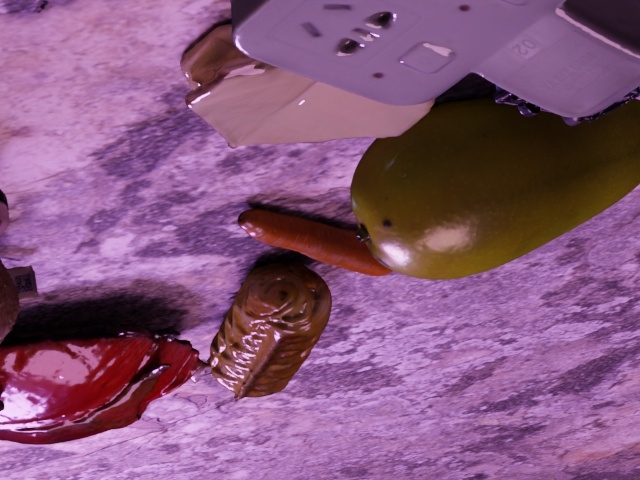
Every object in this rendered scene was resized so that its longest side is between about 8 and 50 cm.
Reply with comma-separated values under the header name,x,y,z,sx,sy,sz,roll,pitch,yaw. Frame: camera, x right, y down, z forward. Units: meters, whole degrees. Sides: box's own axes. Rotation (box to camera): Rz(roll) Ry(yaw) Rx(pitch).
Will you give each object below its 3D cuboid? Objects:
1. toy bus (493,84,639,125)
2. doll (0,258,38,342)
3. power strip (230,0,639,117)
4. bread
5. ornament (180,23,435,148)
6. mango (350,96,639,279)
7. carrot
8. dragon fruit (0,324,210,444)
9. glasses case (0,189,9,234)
name,x,y,z,sx,sy,sz,roll,pitch,yaw
toy bus,0.188,-0.139,1.537,0.123,0.075,0.060,7,154,-44
doll,-0.329,0.050,1.733,0.105,0.115,0.221,-26,166,10
power strip,0.100,-0.191,1.294,0.261,0.141,0.229,17,148,-30
bread,-0.054,0.095,2.067,0.087,0.098,0.269,-50,176,-24
ornament,-0.027,-0.112,1.520,0.201,0.059,0.180,4,157,-34
mango,0.159,-0.056,1.682,0.293,0.143,0.175,-16,159,-23
carrot,0.000,0.000,1.896,0.043,0.043,0.248,-24,156,32
dragon fruit,-0.278,0.155,2.059,0.343,0.100,0.282,4,160,-36
glasses case,-0.367,-0.033,1.489,0.122,0.075,0.314,-19,161,28
